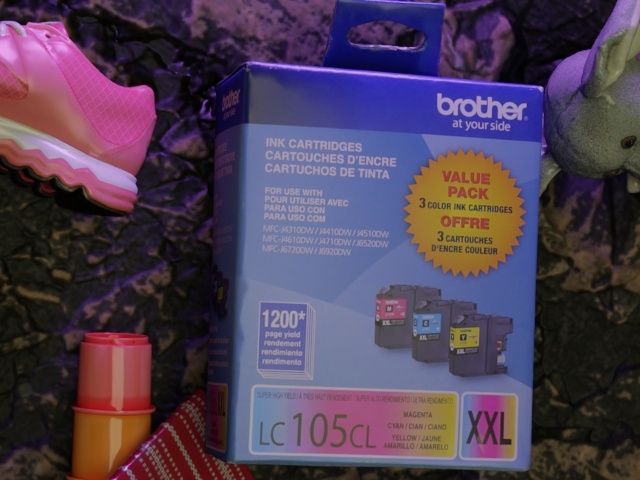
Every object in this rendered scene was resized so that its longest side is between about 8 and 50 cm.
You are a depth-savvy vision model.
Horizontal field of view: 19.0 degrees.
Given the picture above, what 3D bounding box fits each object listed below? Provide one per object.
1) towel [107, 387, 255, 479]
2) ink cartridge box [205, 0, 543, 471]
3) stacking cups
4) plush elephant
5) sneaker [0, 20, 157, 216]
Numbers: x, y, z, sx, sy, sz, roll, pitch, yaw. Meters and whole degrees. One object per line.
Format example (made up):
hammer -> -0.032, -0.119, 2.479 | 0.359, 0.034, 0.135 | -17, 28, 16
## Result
towel -> -0.143, 0.285, 1.641 | 0.275, 0.031, 0.199 | -46, 120, -40
ink cartridge box -> 0.043, -0.004, 1.647 | 0.270, 0.151, 0.395 | 3, 85, -14
stacking cups -> -0.181, 0.240, 1.673 | 0.096, 0.096, 0.316 | 2, 95, -16
plush elephant -> 0.316, -0.120, 1.701 | 0.330, 0.272, 0.255 | 43, 67, 14
sneaker -> -0.279, -0.138, 1.623 | 0.314, 0.116, 0.136 | 28, 77, -23
